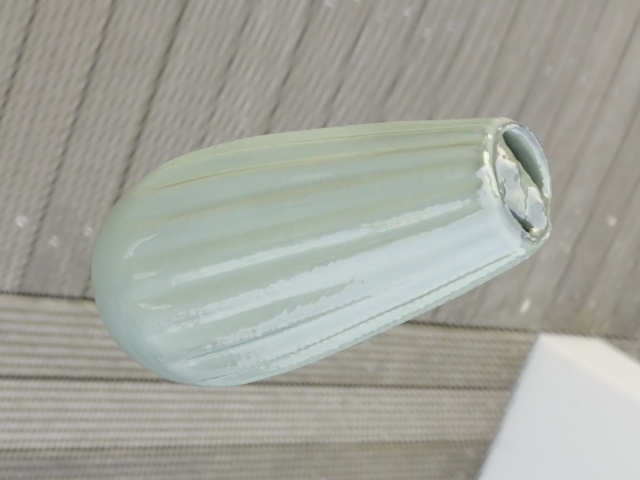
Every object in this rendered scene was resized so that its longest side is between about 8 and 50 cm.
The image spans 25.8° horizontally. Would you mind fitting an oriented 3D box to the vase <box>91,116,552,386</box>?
[{"bbox_3d":[0.000,0.000,0.710,0.128,0.248,0.128,23,60,-47],"label":"vase"}]
